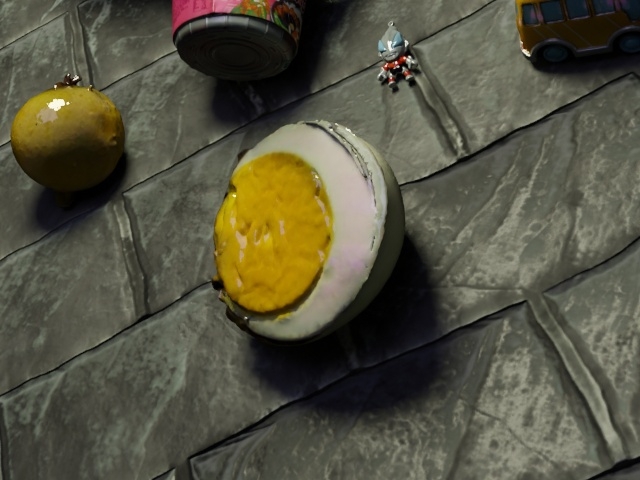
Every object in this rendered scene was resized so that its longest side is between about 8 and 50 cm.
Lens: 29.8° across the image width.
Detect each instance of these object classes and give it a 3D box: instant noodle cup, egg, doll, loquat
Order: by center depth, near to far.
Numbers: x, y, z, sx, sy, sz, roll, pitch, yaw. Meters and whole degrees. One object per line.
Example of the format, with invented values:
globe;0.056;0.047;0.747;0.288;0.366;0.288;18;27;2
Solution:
egg;0.004;0.000;1.533;0.264;0.174;0.286;23;94;38
doll;0.106;-0.275;1.755;0.057;0.039;0.114;-39;50;44
instant noodle cup;-0.124;-0.353;1.811;0.302;0.258;0.182;4;71;-3
loquat;-0.388;-0.150;1.846;0.172;0.205;0.149;-7;22;-34

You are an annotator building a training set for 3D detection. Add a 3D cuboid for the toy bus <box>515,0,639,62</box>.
toy bus;0.357;-0.329;1.600;0.209;0.136;0.126;-5;55;23
